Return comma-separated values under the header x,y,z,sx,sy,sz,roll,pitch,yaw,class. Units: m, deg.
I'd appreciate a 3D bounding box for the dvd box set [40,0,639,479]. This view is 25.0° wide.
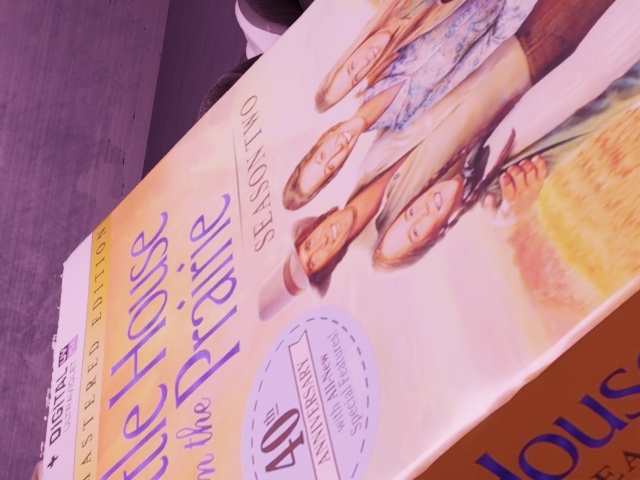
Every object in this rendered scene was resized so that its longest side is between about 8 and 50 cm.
x,y,z,sx,sy,sz,roll,pitch,yaw,class
0.055,-0.032,0.497,0.420,0.062,0.307,-43,27,20,dvd box set

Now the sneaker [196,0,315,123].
x,y,z,sx,sy,sz,roll,pitch,yaw,class
0.001,0.000,0.963,0.447,0.169,0.257,-91,6,-65,sneaker

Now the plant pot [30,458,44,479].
x,y,z,sx,sy,sz,roll,pitch,yaw,class
-0.030,0.202,0.694,0.254,0.239,0.253,-171,90,-77,plant pot
